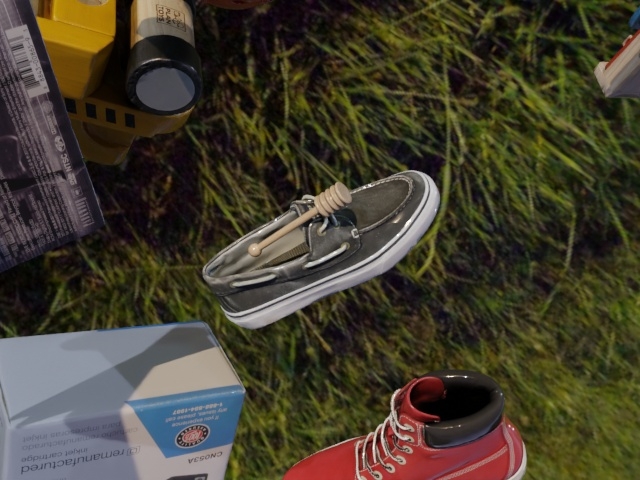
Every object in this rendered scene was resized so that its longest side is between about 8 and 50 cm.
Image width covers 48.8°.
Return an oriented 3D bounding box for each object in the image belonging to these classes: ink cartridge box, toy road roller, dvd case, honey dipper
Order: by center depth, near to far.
[{"bbox_3d":[-0.245,-0.029,0.390,0.221,0.018,0.164,-28,136,-25],"label":"dvd case"},{"bbox_3d":[-0.227,0.252,0.738,0.223,0.129,0.307,-2,121,-33],"label":"ink cartridge box"},{"bbox_3d":[-0.030,-0.019,0.879,0.160,0.030,0.030,-33,152,28],"label":"honey dipper"},{"bbox_3d":[-0.315,-0.230,0.900,0.329,0.202,0.240,11,140,-30],"label":"toy road roller"}]

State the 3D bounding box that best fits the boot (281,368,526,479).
[{"bbox_3d":[0.054,0.186,0.641,0.244,0.088,0.176,-18,139,13],"label":"boot"}]

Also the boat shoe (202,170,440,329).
[{"bbox_3d":[0.000,0.000,0.926,0.335,0.121,0.119,-33,134,3],"label":"boat shoe"}]

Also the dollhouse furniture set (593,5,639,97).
[{"bbox_3d":[0.286,-0.232,0.610,0.129,0.129,0.184,-4,153,-20],"label":"dollhouse furniture set"}]

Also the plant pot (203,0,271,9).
[{"bbox_3d":[-0.071,-0.368,0.798,0.191,0.174,0.191,-7,104,-31],"label":"plant pot"}]
